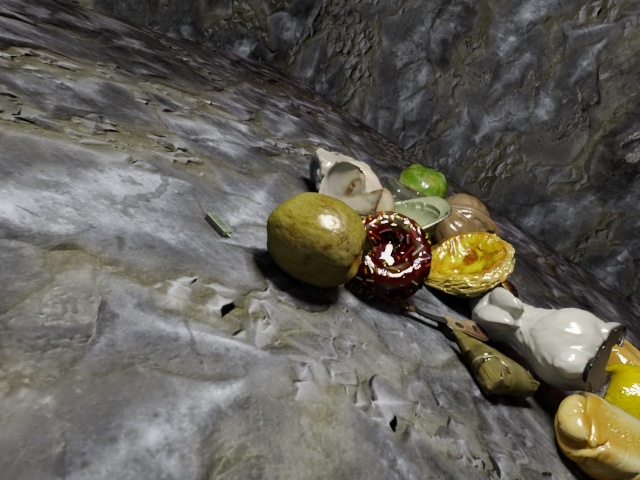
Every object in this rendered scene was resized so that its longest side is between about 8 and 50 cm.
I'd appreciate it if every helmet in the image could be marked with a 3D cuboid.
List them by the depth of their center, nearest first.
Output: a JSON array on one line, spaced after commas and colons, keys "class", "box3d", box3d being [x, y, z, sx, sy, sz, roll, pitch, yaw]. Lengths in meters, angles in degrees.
[{"class": "helmet", "box3d": [0.285, -0.035, 1.469, 0.258, 0.137, 0.204, -9, 30, 1]}]

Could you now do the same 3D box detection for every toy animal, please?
[{"class": "toy animal", "box3d": [0.525, 0.229, 1.143, 0.258, 0.194, 0.357, 23, -1, -43]}, {"class": "toy animal", "box3d": [0.060, -0.201, 1.544, 0.208, 0.156, 0.204, 11, 31, -23]}]

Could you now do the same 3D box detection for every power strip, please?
[{"class": "power strip", "box3d": [-0.223, -0.034, 1.026, 0.083, 0.017, 0.027, 42, 27, 28]}]

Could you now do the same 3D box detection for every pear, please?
[{"class": "pear", "box3d": [0.000, 0.000, 1.008, 0.211, 0.188, 0.228, 35, 21, 17]}]

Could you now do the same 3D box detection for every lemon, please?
[{"class": "lemon", "box3d": [0.743, 0.397, 1.111, 0.192, 0.192, 0.231, 33, 15, 4]}]

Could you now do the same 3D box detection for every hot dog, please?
[{"class": "hot dog", "box3d": [0.569, 0.180, 1.465, 0.162, 0.082, 0.270, 41, 23, -6]}]

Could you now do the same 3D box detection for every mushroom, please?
[{"class": "mushroom", "box3d": [0.127, -0.155, 1.371, 0.236, 0.162, 0.173, 11, 15, 41]}]

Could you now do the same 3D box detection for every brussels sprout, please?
[{"class": "brussels sprout", "box3d": [0.427, -0.220, 1.984, 0.244, 0.244, 0.244, 26, 23, -12]}]

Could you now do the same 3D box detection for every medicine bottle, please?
[{"class": "medicine bottle", "box3d": [0.464, 0.175, 1.390, 0.058, 0.058, 0.091, 24, 24, -16]}]

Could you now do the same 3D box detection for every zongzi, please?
[{"class": "zongzi", "box3d": [0.402, 0.284, 1.077, 0.160, 0.078, 0.176, 23, 20, -31]}]

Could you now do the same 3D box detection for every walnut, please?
[{"class": "walnut", "box3d": [0.494, -0.027, 1.622, 0.273, 0.273, 0.227, 22, -4, -21]}]

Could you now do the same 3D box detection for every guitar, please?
[{"class": "guitar", "box3d": [0.292, 0.202, 1.152, 0.271, 0.038, 0.084, 21, 20, -13]}]

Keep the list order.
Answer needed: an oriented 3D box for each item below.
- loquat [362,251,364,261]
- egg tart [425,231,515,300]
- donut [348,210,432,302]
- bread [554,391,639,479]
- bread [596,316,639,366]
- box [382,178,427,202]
[{"class": "loquat", "box3d": [0.171, 0.008, 1.270, 0.152, 0.152, 0.195, 45, 17, 29]}, {"class": "egg tart", "box3d": [0.436, 0.084, 1.384, 0.295, 0.295, 0.116, -98, 165, -62]}, {"class": "donut", "box3d": [0.169, 0.034, 1.113, 0.216, 0.096, 0.230, 19, 65, 2]}, {"class": "bread", "box3d": [0.622, 0.439, 0.949, 0.311, 0.121, 0.173, 32, 43, 7]}, {"class": "bread", "box3d": [0.937, 0.364, 1.511, 0.152, 0.119, 0.288, 19, 27, -34]}, {"class": "box", "box3d": [0.316, -0.128, 1.738, 0.210, 0.129, 0.148, 23, 23, -19]}]
